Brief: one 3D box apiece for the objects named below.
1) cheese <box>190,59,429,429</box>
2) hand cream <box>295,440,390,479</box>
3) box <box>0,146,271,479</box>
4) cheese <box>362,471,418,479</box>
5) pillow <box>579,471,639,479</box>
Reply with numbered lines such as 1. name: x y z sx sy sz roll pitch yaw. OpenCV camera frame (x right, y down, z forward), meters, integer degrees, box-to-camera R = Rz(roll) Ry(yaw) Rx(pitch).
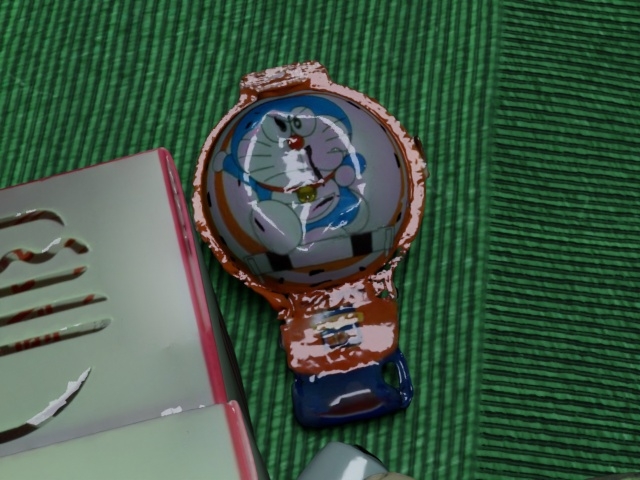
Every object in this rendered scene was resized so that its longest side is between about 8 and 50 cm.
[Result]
1. cheese: 0.000 0.000 1.521 0.217 0.129 0.329 -10 79 -5
2. hand cream: -0.043 0.299 1.384 0.109 0.067 0.321 30 66 11
3. box: -0.202 0.160 1.280 0.314 0.312 0.300 -14 58 -2
4. cheese: 0.085 0.293 1.368 0.137 0.064 0.227 -39 95 -20
5. pillow: 0.176 0.343 1.250 0.255 0.120 0.322 -16 82 26
